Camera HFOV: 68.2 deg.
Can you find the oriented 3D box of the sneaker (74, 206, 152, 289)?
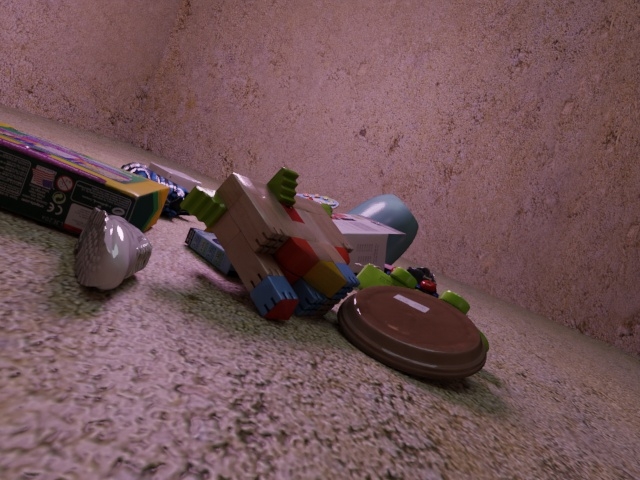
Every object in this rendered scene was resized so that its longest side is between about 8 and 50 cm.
[{"bbox_3d":[-0.279,0.012,0.658,0.095,0.090,0.235,30,2,-30],"label":"sneaker"}]

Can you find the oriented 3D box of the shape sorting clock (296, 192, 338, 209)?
[{"bbox_3d":[-0.037,-0.141,1.699,0.207,0.040,0.206,6,23,-3],"label":"shape sorting clock"}]

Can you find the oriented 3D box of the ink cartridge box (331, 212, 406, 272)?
[{"bbox_3d":[0.082,0.001,1.538,0.272,0.129,0.309,0,15,-23],"label":"ink cartridge box"}]

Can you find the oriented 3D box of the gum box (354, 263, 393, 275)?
[{"bbox_3d":[0.183,0.103,1.656,0.189,0.062,0.107,20,6,-18],"label":"gum box"}]

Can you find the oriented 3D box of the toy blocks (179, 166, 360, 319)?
[{"bbox_3d":[-0.042,0.026,0.892,0.260,0.191,0.381,55,21,24],"label":"toy blocks"}]

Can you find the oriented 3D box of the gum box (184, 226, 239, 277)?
[{"bbox_3d":[-0.179,0.034,1.019,0.157,0.041,0.184,16,8,-45],"label":"gum box"}]

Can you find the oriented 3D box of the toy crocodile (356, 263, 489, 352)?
[{"bbox_3d":[0.216,0.154,1.060,0.341,0.115,0.105,27,-19,34],"label":"toy crocodile"}]

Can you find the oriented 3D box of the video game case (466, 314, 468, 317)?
[{"bbox_3d":[0.370,0.213,1.552,0.184,0.023,0.201,26,8,35],"label":"video game case"}]

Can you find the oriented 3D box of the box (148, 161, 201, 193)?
[{"bbox_3d":[-0.516,-0.194,1.636,0.130,0.090,0.171,18,7,-42],"label":"box"}]

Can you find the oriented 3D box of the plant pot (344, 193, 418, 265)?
[{"bbox_3d":[0.257,-0.052,1.949,0.293,0.235,0.293,51,-2,3],"label":"plant pot"}]

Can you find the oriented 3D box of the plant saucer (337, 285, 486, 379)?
[{"bbox_3d":[0.169,0.153,0.868,0.278,0.041,0.278,11,19,-4],"label":"plant saucer"}]

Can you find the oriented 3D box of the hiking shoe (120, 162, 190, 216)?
[{"bbox_3d":[-0.420,-0.125,1.229,0.132,0.113,0.304,22,5,10],"label":"hiking shoe"}]

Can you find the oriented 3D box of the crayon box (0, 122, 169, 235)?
[{"bbox_3d":[-0.499,-0.116,0.886,0.363,0.106,0.313,21,4,-11],"label":"crayon box"}]

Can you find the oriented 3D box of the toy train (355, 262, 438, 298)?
[{"bbox_3d":[0.171,0.130,1.236,0.248,0.105,0.143,24,19,21],"label":"toy train"}]

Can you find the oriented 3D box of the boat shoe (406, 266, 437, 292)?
[{"bbox_3d":[0.342,0.135,1.580,0.114,0.091,0.302,24,7,19],"label":"boat shoe"}]
